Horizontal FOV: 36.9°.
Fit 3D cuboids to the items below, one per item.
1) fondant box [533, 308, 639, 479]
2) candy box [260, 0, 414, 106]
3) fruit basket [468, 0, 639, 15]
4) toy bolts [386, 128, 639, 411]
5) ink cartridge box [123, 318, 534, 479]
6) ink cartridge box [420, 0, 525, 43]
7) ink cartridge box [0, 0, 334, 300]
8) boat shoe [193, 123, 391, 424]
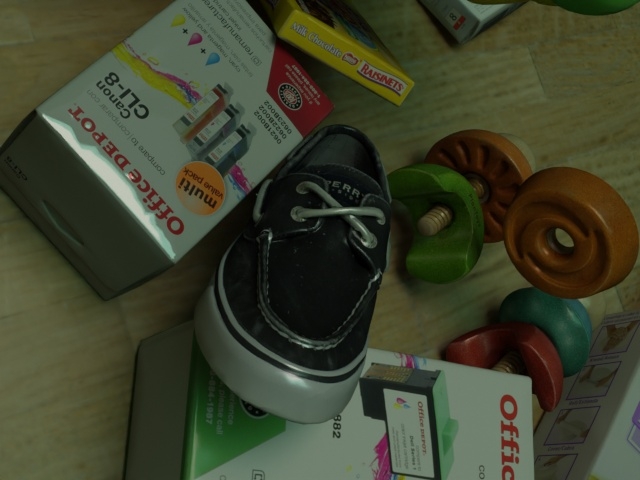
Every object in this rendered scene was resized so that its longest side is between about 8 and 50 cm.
[{"bbox_3d":[0.284,0.253,0.831,0.238,0.096,0.330,46,56,-14],"label":"fondant box"},{"bbox_3d":[0.000,-0.172,0.738,0.105,0.027,0.206,28,20,-25],"label":"candy box"},{"bbox_3d":[0.052,-0.266,0.645,0.392,0.283,0.392,40,33,-34],"label":"fruit basket"},{"bbox_3d":[0.190,0.014,0.792,0.158,0.218,0.228,-33,113,-41],"label":"toy bolts"},{"bbox_3d":[0.012,0.179,0.665,0.278,0.117,0.201,13,69,-29],"label":"ink cartridge box"},{"bbox_3d":[0.126,-0.290,0.933,0.179,0.045,0.145,46,56,9],"label":"ink cartridge box"},{"bbox_3d":[-0.109,-0.068,0.655,0.128,0.127,0.176,49,58,-11],"label":"ink cartridge box"},{"bbox_3d":[0.000,0.000,0.625,0.108,0.102,0.301,25,24,-3],"label":"boat shoe"}]
